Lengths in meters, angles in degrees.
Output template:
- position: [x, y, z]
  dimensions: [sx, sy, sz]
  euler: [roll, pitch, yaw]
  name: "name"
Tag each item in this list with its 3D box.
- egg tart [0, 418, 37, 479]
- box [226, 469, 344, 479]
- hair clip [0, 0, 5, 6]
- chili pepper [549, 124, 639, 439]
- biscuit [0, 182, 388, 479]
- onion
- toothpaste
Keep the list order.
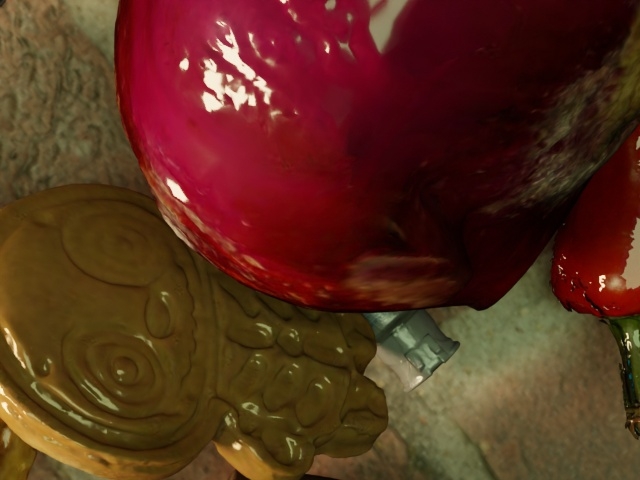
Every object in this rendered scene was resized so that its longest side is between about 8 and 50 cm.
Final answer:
- position: [-0.348, 0.088, 0.982]
  dimensions: [0.339, 0.153, 0.351]
  euler: [-28, 98, -17]
  name: "egg tart"
- position: [-0.003, 0.290, 0.978]
  dimensions: [0.216, 0.301, 0.301]
  euler: [22, 89, -3]
  name: "box"
- position: [-0.153, -0.251, 1.047]
  dimensions: [0.278, 0.090, 0.137]
  euler: [-35, 83, -12]
  name: "hair clip"
- position: [0.215, -0.061, 1.088]
  dimensions: [0.110, 0.110, 0.387]
  euler: [4, 87, -7]
  name: "chili pepper"
- position: [-0.083, 0.061, 0.973]
  dimensions: [0.288, 0.044, 0.202]
  euler: [16, 47, -22]
  name: "biscuit"
- position: [0.000, -0.165, 0.929]
  dimensions: [0.420, 0.398, 0.398]
  euler: [33, 88, 11]
  name: "onion"
- position: [0.000, 0.000, 1.089]
  dimensions: [0.089, 0.057, 0.234]
  euler: [-41, 91, -8]
  name: "toothpaste"
